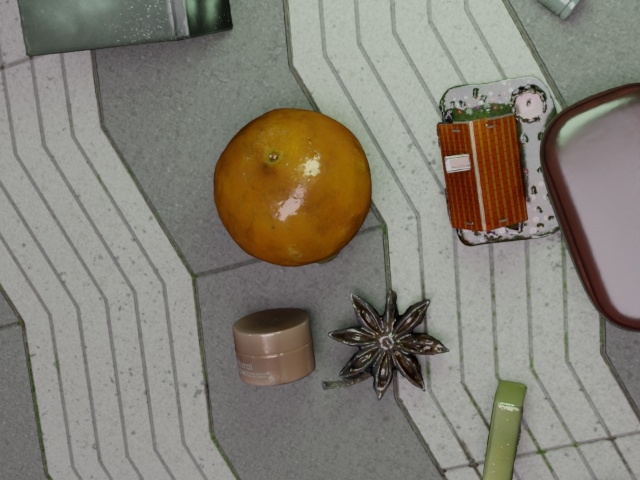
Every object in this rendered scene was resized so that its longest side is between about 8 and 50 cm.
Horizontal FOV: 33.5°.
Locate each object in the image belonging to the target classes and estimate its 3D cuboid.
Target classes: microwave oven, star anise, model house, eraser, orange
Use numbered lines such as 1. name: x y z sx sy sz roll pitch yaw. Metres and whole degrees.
1. microwave oven: -0.364 -0.555 1.832 0.374 0.236 0.432 -3 103 14
2. star anise: 0.114 0.200 1.999 0.262 0.081 0.230 -40 93 9
3. model house: 0.309 -0.123 1.829 0.206 0.154 0.294 -6 102 16
4. eraser: 0.340 0.359 1.967 0.058 0.117 0.172 9 107 11
5. orange: -0.048 -0.095 1.863 0.283 0.226 0.284 -7 69 17

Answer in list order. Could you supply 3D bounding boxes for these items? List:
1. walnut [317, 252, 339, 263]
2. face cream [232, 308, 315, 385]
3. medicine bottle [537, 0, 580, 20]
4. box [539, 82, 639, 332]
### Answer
1. walnut: 0.000 0.000 1.975 0.092 0.092 0.092 3 105 13
2. face cream: -0.088 0.201 2.011 0.149 0.149 0.104 -4 104 14
3. medicine bottle: 0.391 -0.418 1.780 0.091 0.058 0.058 38 110 1
4. box: 0.524 -0.053 1.747 0.263 0.108 0.404 -19 87 12
